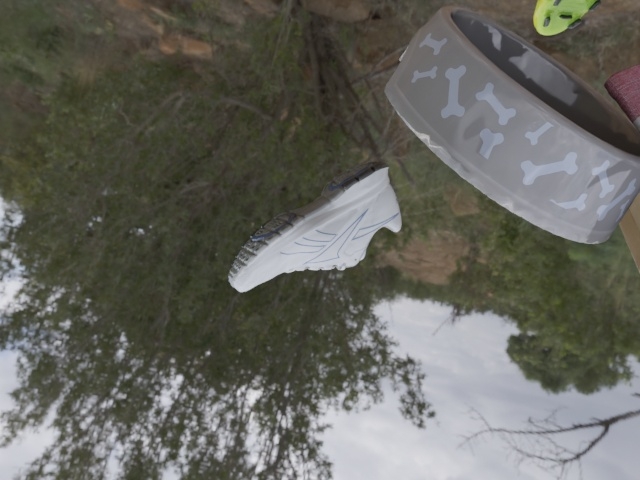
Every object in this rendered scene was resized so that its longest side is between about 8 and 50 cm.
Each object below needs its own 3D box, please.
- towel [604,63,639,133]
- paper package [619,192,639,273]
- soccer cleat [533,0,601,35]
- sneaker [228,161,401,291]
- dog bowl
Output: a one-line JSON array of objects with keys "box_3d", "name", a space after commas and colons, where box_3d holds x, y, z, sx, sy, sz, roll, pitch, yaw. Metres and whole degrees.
[{"box_3d": [0.485, -0.084, 0.608, 0.237, 0.329, 0.037, -19, 153, -7], "name": "towel"}, {"box_3d": [0.613, -0.004, 0.797, 0.324, 0.309, 0.168, 0, 136, 5], "name": "paper package"}, {"box_3d": [0.370, -0.435, 0.841, 0.093, 0.121, 0.289, -10, 144, -11], "name": "soccer cleat"}, {"box_3d": [0.000, 0.000, 0.893, 0.129, 0.297, 0.111, 60, 173, -18], "name": "sneaker"}, {"box_3d": [0.245, -0.154, 0.714, 0.348, 0.102, 0.349, 23, -145, -17], "name": "dog bowl"}]
